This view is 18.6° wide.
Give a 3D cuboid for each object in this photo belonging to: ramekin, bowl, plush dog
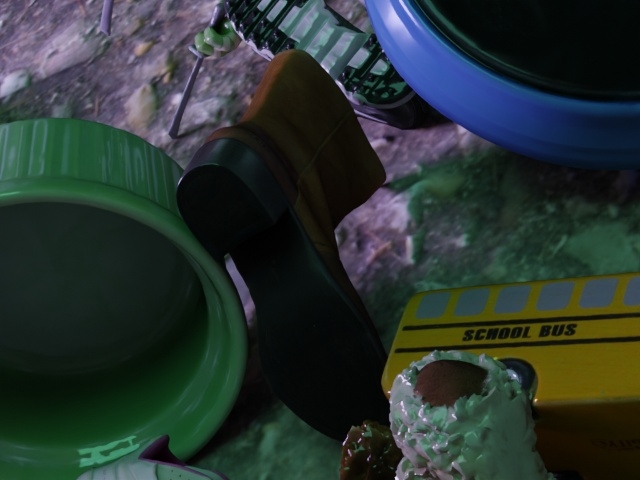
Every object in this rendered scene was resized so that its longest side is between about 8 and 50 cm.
[{"bbox_3d":[-0.212,0.049,1.562,0.303,0.303,0.148,-27,32,12],"label":"ramekin"},{"bbox_3d":[0.224,-0.245,1.542,0.391,0.077,0.391,-1,64,2],"label":"bowl"},{"bbox_3d":[0.064,0.229,1.286,0.225,0.210,0.262,-16,43,53],"label":"plush dog"}]

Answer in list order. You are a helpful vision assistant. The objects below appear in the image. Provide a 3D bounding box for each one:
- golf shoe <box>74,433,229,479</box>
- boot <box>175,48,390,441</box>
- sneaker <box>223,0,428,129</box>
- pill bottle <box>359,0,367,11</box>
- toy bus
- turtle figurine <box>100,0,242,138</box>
[{"bbox_3d":[-0.107,0.228,1.431,0.140,0.115,0.306,-37,31,-15],"label":"golf shoe"},{"bbox_3d":[0.000,0.000,1.565,0.096,0.264,0.280,-34,10,24],"label":"boot"},{"bbox_3d":[0.007,-0.162,1.738,0.234,0.106,0.078,33,79,32],"label":"sneaker"},{"bbox_3d":[0.110,-0.350,1.796,0.188,0.188,0.334,-22,41,18],"label":"pill bottle"},{"bbox_3d":[0.211,0.096,1.338,0.333,0.108,0.130,-6,46,33],"label":"toy bus"},{"bbox_3d":[-0.151,-0.257,1.841,0.275,0.266,0.198,-20,48,18],"label":"turtle figurine"}]
